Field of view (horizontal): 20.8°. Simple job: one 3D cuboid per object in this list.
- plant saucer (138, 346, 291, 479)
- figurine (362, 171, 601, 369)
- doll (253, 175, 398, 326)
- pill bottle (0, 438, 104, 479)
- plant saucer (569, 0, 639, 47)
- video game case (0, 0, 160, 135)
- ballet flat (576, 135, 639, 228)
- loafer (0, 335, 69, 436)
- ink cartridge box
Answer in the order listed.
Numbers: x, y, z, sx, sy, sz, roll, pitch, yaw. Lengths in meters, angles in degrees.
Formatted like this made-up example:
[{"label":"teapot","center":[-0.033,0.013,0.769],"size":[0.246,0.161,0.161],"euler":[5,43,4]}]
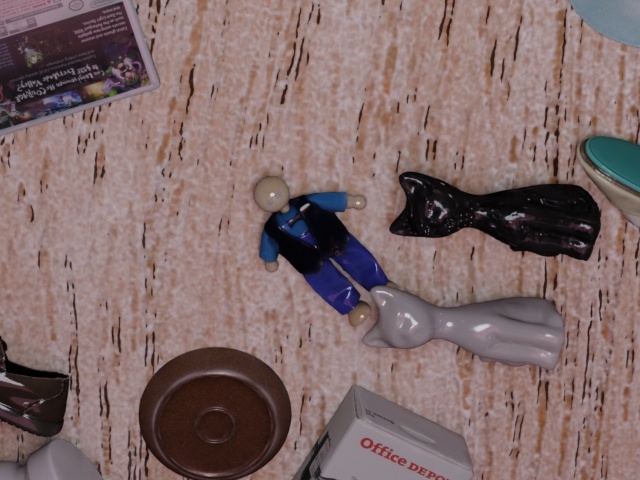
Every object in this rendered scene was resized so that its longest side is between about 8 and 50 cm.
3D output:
[{"label":"plant saucer","center":[-0.115,0.197,1.901],"size":[0.168,0.029,0.168],"euler":[-2,113,-4]},{"label":"figurine","center":[0.157,0.034,1.804],"size":[0.209,0.092,0.215],"euler":[8,113,-15]},{"label":"doll","center":[0.000,0.000,1.815],"size":[0.129,0.046,0.189],"euler":[-40,113,11]},{"label":"pill bottle","center":[-0.358,0.332,1.873],"size":[0.264,0.153,0.153],"euler":[-32,111,10]},{"label":"plant saucer","center":[0.333,-0.276,1.705],"size":[0.195,0.037,0.195],"euler":[6,133,7]},{"label":"video game case","center":[-0.275,-0.205,1.724],"size":[0.190,0.022,0.173],"euler":[-17,113,2]},{"label":"ballet flat","center":[0.369,-0.038,1.812],"size":[0.248,0.086,0.086],"euler":[16,111,-11]},{"label":"loafer","center":[-0.362,0.130,1.835],"size":[0.220,0.080,0.078],"euler":[25,96,-15]},{"label":"ink cartridge box","center":[0.052,0.284,1.916],"size":[0.153,0.087,0.208],"euler":[27,109,-14]}]
